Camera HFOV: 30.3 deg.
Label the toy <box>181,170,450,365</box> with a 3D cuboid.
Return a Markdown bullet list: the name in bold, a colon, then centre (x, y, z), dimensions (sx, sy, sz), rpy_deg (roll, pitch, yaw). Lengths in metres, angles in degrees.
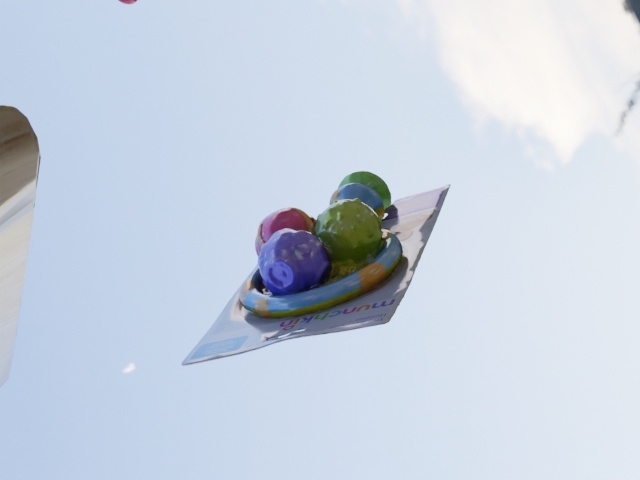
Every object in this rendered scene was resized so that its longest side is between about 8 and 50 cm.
- **toy**: centre (0.000, 0.000, 0.795), dimensions (0.237, 0.137, 0.056), rpy_deg (-50, -57, -65)

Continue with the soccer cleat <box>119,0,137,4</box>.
- **soccer cleat**: centre (-0.130, -0.185, 0.726), dimensions (0.083, 0.029, 0.035), rpy_deg (61, -160, -8)

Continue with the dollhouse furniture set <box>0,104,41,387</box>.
- **dollhouse furniture set**: centre (-0.201, 0.103, 0.230), dimensions (0.256, 0.362, 0.394), rpy_deg (40, -135, 21)
